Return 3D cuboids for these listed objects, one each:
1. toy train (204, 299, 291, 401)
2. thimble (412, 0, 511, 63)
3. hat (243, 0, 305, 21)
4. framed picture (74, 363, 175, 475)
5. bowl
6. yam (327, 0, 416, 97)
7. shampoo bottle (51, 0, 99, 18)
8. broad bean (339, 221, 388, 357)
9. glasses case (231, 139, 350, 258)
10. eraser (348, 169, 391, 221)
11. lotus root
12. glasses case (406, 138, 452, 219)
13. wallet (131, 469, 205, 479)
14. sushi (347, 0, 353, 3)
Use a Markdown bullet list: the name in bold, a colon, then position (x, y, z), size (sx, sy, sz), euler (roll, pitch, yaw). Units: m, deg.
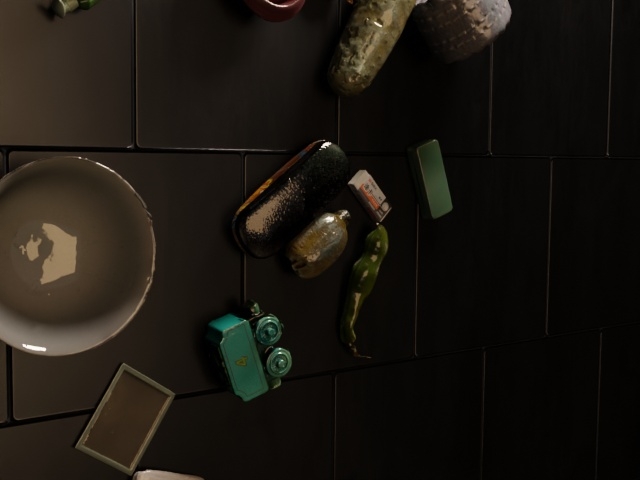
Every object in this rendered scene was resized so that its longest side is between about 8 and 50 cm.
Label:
- **toy train**: position (-0.152, 0.230, 1.959), size (0.154, 0.107, 0.198), euler (-24, 109, -26)
- **thimble**: position (0.330, -0.539, 2.191), size (0.236, 0.205, 0.172), euler (-44, 117, -25)
- **hat**: position (-0.111, -0.547, 1.926), size (0.205, 0.089, 0.206), euler (1, 89, -38)
- **framed picture**: position (-0.382, 0.352, 1.850), size (0.142, 0.011, 0.183), euler (38, 71, -33)
- **bowl**: position (-0.477, 0.023, 1.654), size (0.345, 0.157, 0.346), euler (-3, 95, -37)
- **yam**: position (0.110, -0.466, 2.085), size (0.133, 0.133, 0.330), euler (34, 77, -35)
- **shampoo bottle**: position (-0.407, -0.475, 1.719), size (0.204, 0.065, 0.065), euler (-47, 120, -24)
- **broad bean**: position (0.100, 0.113, 2.173), size (0.098, 0.056, 0.318), euler (6, 96, -44)
- **glasses case**: position (-0.059, -0.090, 2.011), size (0.321, 0.082, 0.122), euler (-44, 117, -25)
- **eraser**: position (0.114, -0.103, 2.177), size (0.052, 0.029, 0.122), euler (-50, 122, -23)
- **lotus root**: position (0.000, 0.000, 2.064), size (0.192, 0.088, 0.113), euler (-44, 112, -27)
- **glasses case**: position (0.265, -0.148, 2.281), size (0.077, 0.039, 0.184), euler (-26, 109, -34)
- **wallet**: position (-0.312, 0.531, 1.908), size (0.183, 0.032, 0.124), euler (20, 82, -39)
- **sushi**: position (0.026, -0.565, 2.051), size (0.120, 0.052, 0.055), euler (38, 72, -33)
